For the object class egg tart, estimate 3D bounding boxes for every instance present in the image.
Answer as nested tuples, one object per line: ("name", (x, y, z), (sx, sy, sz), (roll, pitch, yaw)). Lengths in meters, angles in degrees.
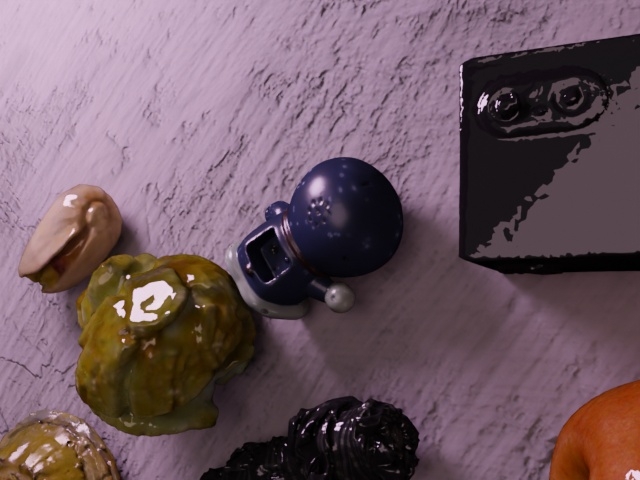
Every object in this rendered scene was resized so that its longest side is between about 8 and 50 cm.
("egg tart", (-0.445, 0.421, 1.138), (0.314, 0.120, 0.315), (-3, 83, 25))

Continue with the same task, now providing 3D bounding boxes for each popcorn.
("popcorn", (-0.224, 0.126, 1.018), (0.276, 0.276, 0.226), (9, 124, 27))

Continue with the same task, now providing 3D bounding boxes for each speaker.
("speaker", (0.296, -0.080, 0.798), (0.253, 0.184, 0.232), (-1, 83, 28))

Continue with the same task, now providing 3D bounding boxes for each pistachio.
("pistachio", (-0.402, -0.002, 1.179), (0.200, 0.117, 0.145), (-49, 27, 21))

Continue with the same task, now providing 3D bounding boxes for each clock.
("clock", (0.000, 0.000, 0.961), (0.243, 0.146, 0.200), (-38, 64, 25))

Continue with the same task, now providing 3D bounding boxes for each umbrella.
("umbrella", (-0.038, 0.289, 0.938), (0.336, 0.154, 0.128), (-16, 37, 23))

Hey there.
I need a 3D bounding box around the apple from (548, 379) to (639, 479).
("apple", (0.351, 0.262, 0.662), (0.274, 0.299, 0.299), (8, 87, 17))
